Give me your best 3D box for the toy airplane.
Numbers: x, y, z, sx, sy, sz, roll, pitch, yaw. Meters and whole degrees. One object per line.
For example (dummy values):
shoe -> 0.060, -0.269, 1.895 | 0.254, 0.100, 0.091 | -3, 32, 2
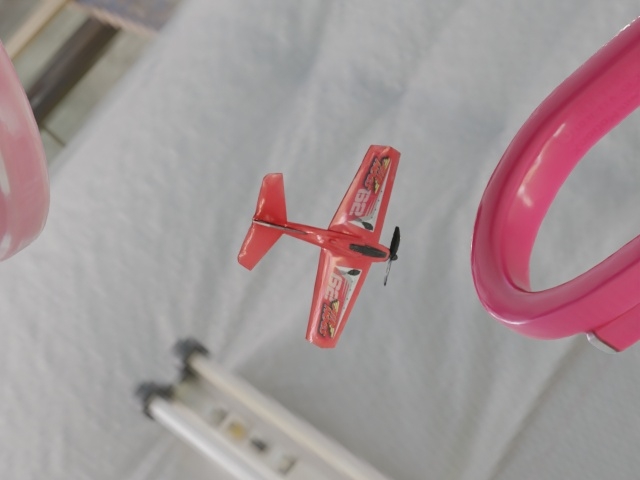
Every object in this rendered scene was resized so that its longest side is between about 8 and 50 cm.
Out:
toy airplane -> 0.000, 0.000, 1.234 | 0.028, 0.151, 0.151 | 23, -107, 46

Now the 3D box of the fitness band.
fitness band -> 0.207, -0.052, 1.092 | 0.291, 0.054, 0.209 | -40, -149, 31

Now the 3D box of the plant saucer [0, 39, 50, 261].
plant saucer -> -0.302, -0.113, 1.097 | 0.084, 0.332, 0.332 | -38, -150, -25
